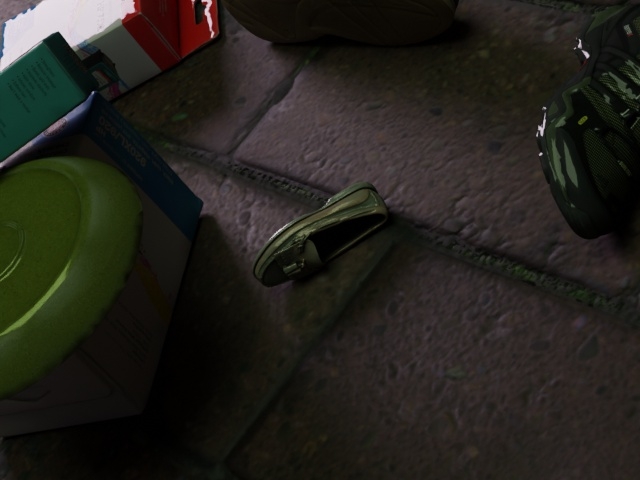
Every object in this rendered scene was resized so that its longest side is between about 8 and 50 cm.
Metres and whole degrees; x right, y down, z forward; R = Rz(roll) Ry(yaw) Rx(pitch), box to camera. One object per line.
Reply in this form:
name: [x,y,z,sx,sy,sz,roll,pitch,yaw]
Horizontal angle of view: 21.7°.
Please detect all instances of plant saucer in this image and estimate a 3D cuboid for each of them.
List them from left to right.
plant saucer: [-0.249,0.021,1.302,0.241,0.037,0.241,-20,45,21]

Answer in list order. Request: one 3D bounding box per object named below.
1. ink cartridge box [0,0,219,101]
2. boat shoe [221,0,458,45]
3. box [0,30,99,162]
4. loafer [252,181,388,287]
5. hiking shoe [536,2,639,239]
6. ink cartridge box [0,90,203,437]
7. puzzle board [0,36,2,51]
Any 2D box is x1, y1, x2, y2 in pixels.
ink cartridge box: [-0.223,-0.220,1.752,0.231,0.078,0.134,-27,40,17]
boat shoe: [0.021,-0.241,1.549,0.285,0.103,0.092,5,61,50]
box: [-0.302,-0.076,1.383,0.244,0.060,0.100,-36,10,6]
loafer: [0.000,0.000,1.378,0.125,0.045,0.039,-37,44,1]
hiking shoe: [0.236,-0.101,1.238,0.114,0.086,0.227,-11,46,38]
ink cartridge box: [-0.237,0.025,1.450,0.171,0.168,0.232,-14,46,29]
puzzle board: [-0.348,-0.191,1.885,0.096,0.011,0.128,-10,48,32]
